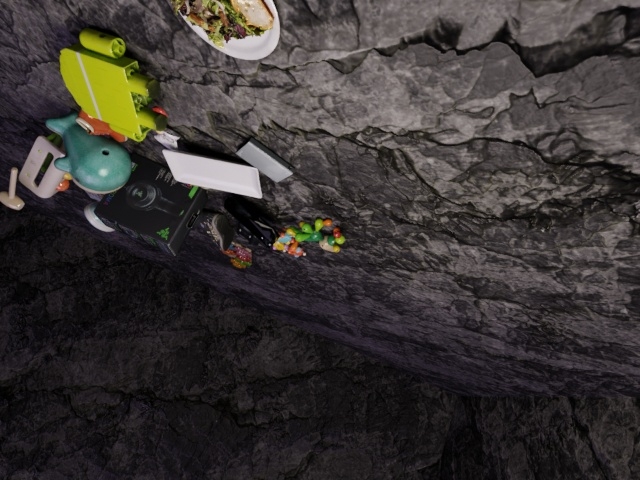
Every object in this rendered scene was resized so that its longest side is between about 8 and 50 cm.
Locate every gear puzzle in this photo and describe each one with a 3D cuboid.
[{"bbox_3d":[-0.417,0.079,1.990,0.176,0.044,0.339,24,159,0],"label":"gear puzzle"}]

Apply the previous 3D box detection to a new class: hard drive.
[{"bbox_3d":[-0.142,-0.205,1.054,0.135,0.022,0.094,34,157,-24],"label":"hard drive"}]

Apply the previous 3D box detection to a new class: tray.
[{"bbox_3d":[-0.299,-0.196,1.171,0.271,0.030,0.145,12,154,4],"label":"tray"}]

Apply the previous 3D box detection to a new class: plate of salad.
[{"bbox_3d":[-0.160,-0.365,0.655,0.200,0.048,0.200,21,159,8],"label":"plate of salad"}]

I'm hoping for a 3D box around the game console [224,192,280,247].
[{"bbox_3d":[-0.258,-0.049,1.476,0.213,0.044,0.361,43,163,-5],"label":"game console"}]

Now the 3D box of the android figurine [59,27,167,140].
[{"bbox_3d":[-0.477,-0.345,0.936,0.273,0.056,0.248,22,140,14],"label":"android figurine"}]

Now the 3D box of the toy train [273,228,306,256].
[{"bbox_3d":[-0.108,0.005,1.494,0.125,0.046,0.166,8,153,-3],"label":"toy train"}]

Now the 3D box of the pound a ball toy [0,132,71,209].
[{"bbox_3d":[-0.934,-0.230,1.408,0.136,0.208,0.319,43,128,-18],"label":"pound a ball toy"}]

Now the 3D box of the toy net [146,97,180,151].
[{"bbox_3d":[-0.415,-0.315,1.059,0.122,0.045,0.232,13,158,21],"label":"toy net"}]

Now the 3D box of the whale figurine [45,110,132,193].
[{"bbox_3d":[-0.694,-0.277,1.241,0.141,0.216,0.272,-25,102,49],"label":"whale figurine"}]

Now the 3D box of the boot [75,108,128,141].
[{"bbox_3d":[-0.640,-0.329,1.205,0.059,0.084,0.158,11,157,27],"label":"boot"}]

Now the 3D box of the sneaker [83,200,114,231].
[{"bbox_3d":[-0.709,-0.134,1.545,0.127,0.208,0.319,58,-171,1],"label":"sneaker"}]

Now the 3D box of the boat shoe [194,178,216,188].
[{"bbox_3d":[-0.370,-0.196,1.276,0.153,0.056,0.048,13,162,45],"label":"boat shoe"}]

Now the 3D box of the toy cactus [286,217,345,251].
[{"bbox_3d":[0.000,0.000,1.306,0.219,0.112,0.180,-2,158,33],"label":"toy cactus"}]

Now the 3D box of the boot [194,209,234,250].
[{"bbox_3d":[-0.451,-0.058,1.652,0.179,0.085,0.236,22,153,11],"label":"boot"}]

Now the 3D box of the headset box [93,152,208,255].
[{"bbox_3d":[-0.550,-0.114,1.391,0.283,0.246,0.131,25,160,0],"label":"headset box"}]

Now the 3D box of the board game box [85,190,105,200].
[{"bbox_3d":[-0.856,-0.223,1.670,0.224,0.097,0.303,26,158,-3],"label":"board game box"}]
